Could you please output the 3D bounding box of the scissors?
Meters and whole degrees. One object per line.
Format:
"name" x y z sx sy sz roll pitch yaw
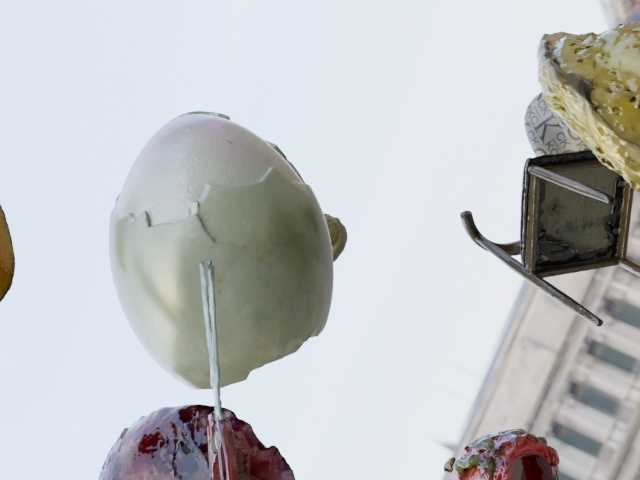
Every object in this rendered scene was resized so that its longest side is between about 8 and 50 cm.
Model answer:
"scissors" -0.113 0.145 1.483 0.144 0.017 0.248 178 87 -77

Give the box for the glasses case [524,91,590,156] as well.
"glasses case" 0.450 -0.211 1.926 0.354 0.137 0.085 -29 -8 26

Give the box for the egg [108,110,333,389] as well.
"egg" -0.129 0.005 1.728 0.278 0.278 0.336 -31 -76 -61

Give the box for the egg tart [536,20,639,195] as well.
"egg tart" 0.390 -0.140 1.505 0.132 0.341 0.341 -54 -12 26

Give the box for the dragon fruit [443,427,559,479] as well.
"dragon fruit" 0.265 0.359 2.037 0.166 0.160 0.172 -56 7 -24

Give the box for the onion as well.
"onion" -0.157 0.344 1.682 0.280 0.314 0.146 -39 -14 35

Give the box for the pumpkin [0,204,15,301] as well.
"pumpkin" -0.530 -0.038 1.783 0.169 0.312 0.148 -25 13 33

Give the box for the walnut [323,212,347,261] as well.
"walnut" 0.000 0.000 2.155 0.092 0.092 0.092 -54 -21 -32

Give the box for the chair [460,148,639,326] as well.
"chair" 0.316 -0.028 1.680 0.188 0.272 0.166 -9 -69 -29
